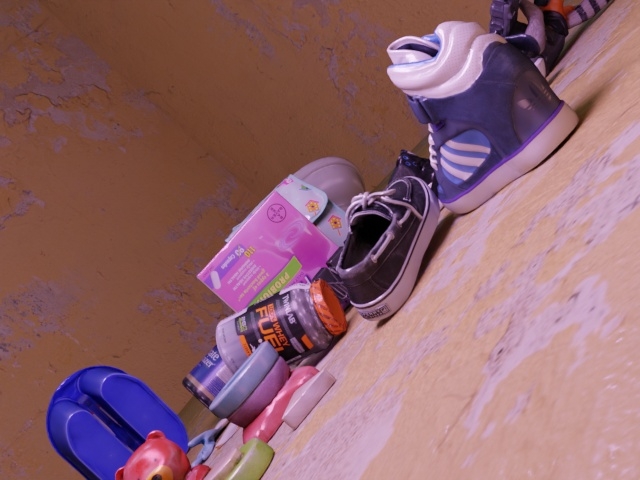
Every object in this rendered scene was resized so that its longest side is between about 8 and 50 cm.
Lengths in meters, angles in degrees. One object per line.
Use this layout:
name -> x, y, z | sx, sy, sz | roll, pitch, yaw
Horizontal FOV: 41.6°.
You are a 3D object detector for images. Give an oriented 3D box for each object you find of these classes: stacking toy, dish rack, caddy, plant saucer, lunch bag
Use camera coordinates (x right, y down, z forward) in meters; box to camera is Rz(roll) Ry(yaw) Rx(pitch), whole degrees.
stacking toy -> -0.135, 0.252, 1.151 | 0.309, 0.130, 0.279 | -49, 2, -24
dish rack -> 0.096, 0.019, 1.386 | 0.208, 0.074, 0.271 | -50, 13, -15
caddy -> -0.477, 0.451, 1.979 | 0.241, 0.341, 0.179 | -48, 19, -25
plant saucer -> 0.000, 0.000, 2.014 | 0.400, 0.101, 0.400 | -34, -40, -34
lunch bag -> -0.041, 0.012, 1.792 | 0.223, 0.262, 0.160 | -48, 2, -16

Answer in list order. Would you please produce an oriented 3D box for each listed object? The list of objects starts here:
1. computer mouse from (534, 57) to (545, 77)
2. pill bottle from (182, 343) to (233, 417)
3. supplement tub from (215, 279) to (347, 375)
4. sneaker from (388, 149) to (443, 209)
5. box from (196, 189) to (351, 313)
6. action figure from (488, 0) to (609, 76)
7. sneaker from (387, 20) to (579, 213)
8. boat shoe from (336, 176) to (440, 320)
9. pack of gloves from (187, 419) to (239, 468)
computer mouse -> 0.353, -0.244, 1.531 | 0.193, 0.042, 0.106 | -53, -5, 25
pill bottle -> -0.194, 0.279, 1.894 | 0.219, 0.123, 0.123 | -47, 2, -12
supplement tub -> -0.061, 0.143, 1.349 | 0.190, 0.117, 0.117 | -28, 7, 13
sneaker -> 0.203, -0.137, 1.462 | 0.217, 0.121, 0.079 | -48, 3, 11
box -> -0.069, 0.070, 1.563 | 0.213, 0.243, 0.117 | -48, 2, -7
action figure -> 0.429, -0.428, 1.621 | 0.330, 0.179, 0.341 | -53, -22, -5
sneaker -> 0.178, -0.176, 1.131 | 0.130, 0.236, 0.323 | -49, 3, -19
boat shoe -> 0.086, -0.020, 1.193 | 0.113, 0.105, 0.306 | -20, 27, 34
pack of gloves -> -0.193, 0.351, 1.659 | 0.195, 0.046, 0.232 | -48, 2, 19
